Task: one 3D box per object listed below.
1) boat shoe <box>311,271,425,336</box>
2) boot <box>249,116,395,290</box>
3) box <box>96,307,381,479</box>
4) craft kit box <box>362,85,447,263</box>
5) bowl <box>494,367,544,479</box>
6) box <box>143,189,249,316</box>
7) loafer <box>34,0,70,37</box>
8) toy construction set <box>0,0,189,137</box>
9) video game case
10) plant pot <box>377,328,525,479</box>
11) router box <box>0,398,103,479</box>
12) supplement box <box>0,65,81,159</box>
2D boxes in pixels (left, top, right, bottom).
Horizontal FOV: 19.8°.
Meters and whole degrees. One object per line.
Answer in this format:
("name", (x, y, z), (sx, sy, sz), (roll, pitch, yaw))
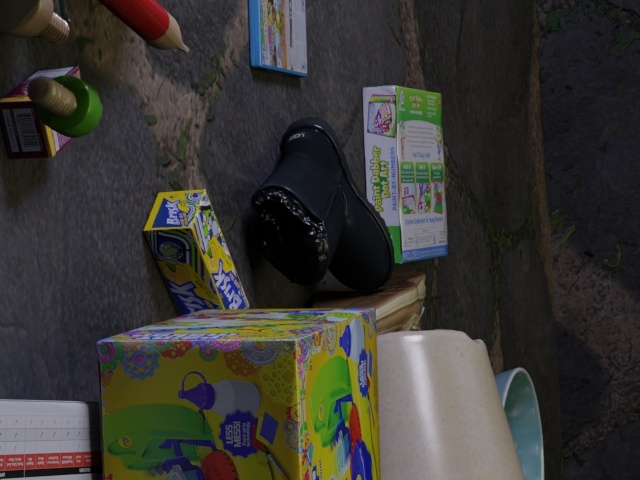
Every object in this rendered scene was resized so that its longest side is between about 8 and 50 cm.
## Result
("boat shoe", (0.076, 0.110, 2.350), (0.341, 0.121, 0.110), (-17, 103, -72))
("boot", (0.000, 0.000, 2.151), (0.207, 0.094, 0.246), (-68, 139, -56))
("box", (-0.061, 0.214, 1.597), (0.279, 0.177, 0.290), (-14, 103, -74))
("craft kit box", (0.124, -0.094, 2.619), (0.250, 0.061, 0.247), (-4, 95, -72))
("bowl", (0.221, 0.342, 2.696), (0.311, 0.163, 0.312), (-1, 90, -72))
("box", (-0.124, 0.030, 1.865), (0.059, 0.054, 0.169), (-74, 154, -43))
("loafer", (-0.232, -0.294, 1.472), (0.096, 0.084, 0.267), (43, -30, 56))
("toy construction set", (-0.237, -0.132, 1.202), (0.237, 0.308, 0.257), (33, 65, -74))
("video game case", (-0.050, -0.259, 2.175), (0.166, 0.015, 0.119), (-2, 91, -72))
("plant pot", (0.115, 0.281, 2.207), (0.334, 0.333, 0.305), (40, 41, -66))
("router box", (-0.244, 0.275, 1.442), (0.335, 0.082, 0.301), (18, 71, -70))
("supplement box", (-0.235, -0.109, 1.562), (0.083, 0.043, 0.055), (-54, 138, -60))
